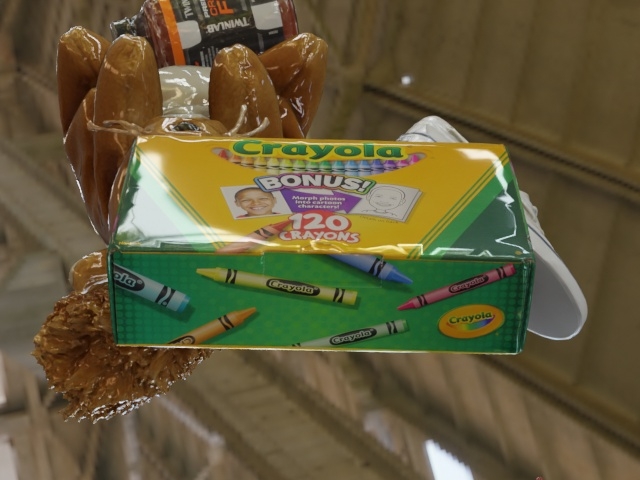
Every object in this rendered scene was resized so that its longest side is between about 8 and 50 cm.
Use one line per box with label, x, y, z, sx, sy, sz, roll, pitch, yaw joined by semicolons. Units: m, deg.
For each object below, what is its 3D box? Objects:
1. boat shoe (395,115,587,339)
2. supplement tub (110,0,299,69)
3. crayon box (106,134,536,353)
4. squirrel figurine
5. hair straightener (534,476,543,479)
boat shoe;0.176;-0.018;1.473;0.258;0.084;0.095;49;-43;-8
supplement tub;-0.128;-0.228;1.665;0.106;0.198;0.106;165;-90;-80
crayon box;0.000;0.000;1.058;0.165;0.278;0.081;-90;-178;-59
squirrel figurine;-0.135;-0.001;1.474;0.370;0.281;0.397;-109;-152;-66
hair straightener;0.162;0.275;0.982;0.047;0.089;0.230;35;65;-85
